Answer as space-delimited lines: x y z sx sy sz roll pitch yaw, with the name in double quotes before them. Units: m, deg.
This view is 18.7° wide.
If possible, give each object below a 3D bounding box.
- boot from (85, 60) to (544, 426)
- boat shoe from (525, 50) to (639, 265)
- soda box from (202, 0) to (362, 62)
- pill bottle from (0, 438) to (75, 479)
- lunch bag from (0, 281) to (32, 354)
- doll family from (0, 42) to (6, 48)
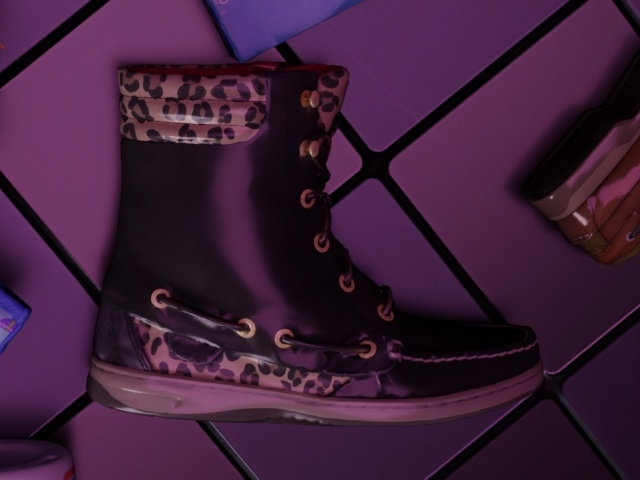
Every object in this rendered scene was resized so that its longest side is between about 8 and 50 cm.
"boot" 0.000 0.000 1.577 0.377 0.138 0.284 1 99 -3
"boat shoe" 0.311 -0.113 1.622 0.104 0.111 0.307 41 101 -16
"soda box" 0.008 -0.222 1.573 0.210 0.067 0.071 -27 102 -3
"pill bottle" -0.257 0.282 1.584 0.124 0.124 0.222 -3 98 -8
"lunch bag" -0.386 0.060 1.506 0.293 0.138 0.221 41 91 -4
"doll family" -0.310 -0.137 1.423 0.118 0.263 0.163 -32 142 -21
